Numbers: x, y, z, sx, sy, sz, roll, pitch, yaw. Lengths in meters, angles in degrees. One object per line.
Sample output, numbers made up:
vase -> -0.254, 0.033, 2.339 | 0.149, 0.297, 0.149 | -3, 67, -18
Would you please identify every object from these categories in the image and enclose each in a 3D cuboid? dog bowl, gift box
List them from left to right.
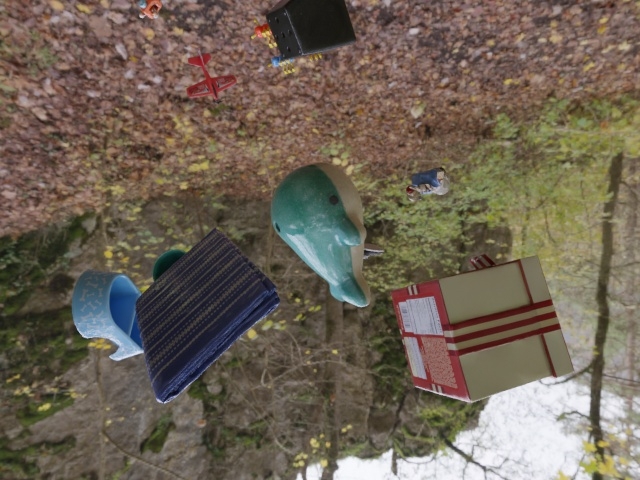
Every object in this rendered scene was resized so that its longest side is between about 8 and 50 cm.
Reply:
dog bowl -> -0.501, 0.187, 1.008 | 0.074, 0.165, 0.297 | -5, 142, 1
gift box -> 0.318, 0.166, 0.844 | 0.259, 0.254, 0.276 | -10, 175, -14

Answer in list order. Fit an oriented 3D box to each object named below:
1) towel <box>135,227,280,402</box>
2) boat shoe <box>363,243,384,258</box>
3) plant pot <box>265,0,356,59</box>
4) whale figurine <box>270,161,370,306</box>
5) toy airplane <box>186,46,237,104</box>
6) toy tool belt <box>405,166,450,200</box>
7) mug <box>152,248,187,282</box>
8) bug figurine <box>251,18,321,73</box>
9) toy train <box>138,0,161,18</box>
towel -> -0.224, 0.110, 0.737 | 0.040, 0.243, 0.336 | 53, 169, -33
boat shoe -> 0.107, 0.031, 1.074 | 0.125, 0.038, 0.046 | 3, -162, -17
plant pot -> -0.040, -0.614, 1.144 | 0.187, 0.167, 0.188 | 27, 148, 54
whale figurine -> 0.000, 0.000, 0.725 | 0.141, 0.271, 0.216 | -21, -170, -23
toy airplane -> -0.312, -0.449, 1.109 | 0.151, 0.151, 0.028 | 11, -176, -35
toy tool belt -> 0.184, -0.104, 0.713 | 0.083, 0.052, 0.051 | -13, 159, 31
mug -> -0.417, 0.113, 1.201 | 0.130, 0.157, 0.097 | -12, 164, 0
bug figurine -> -0.105, -0.676, 1.370 | 0.217, 0.072, 0.279 | -11, 175, 8
toy train -> -0.443, -0.636, 1.021 | 0.046, 0.125, 0.166 | 50, -172, 13
